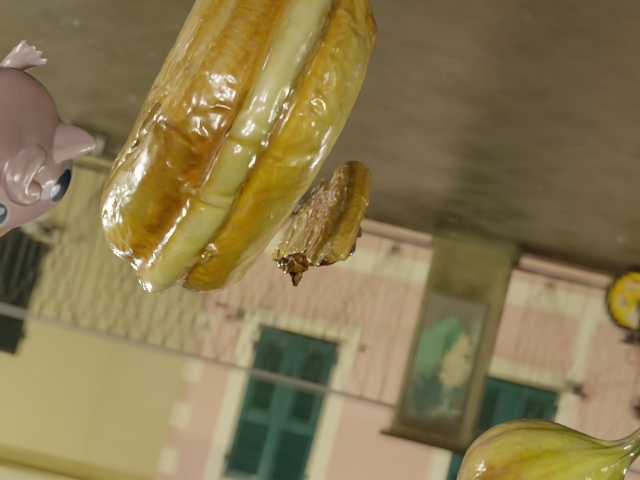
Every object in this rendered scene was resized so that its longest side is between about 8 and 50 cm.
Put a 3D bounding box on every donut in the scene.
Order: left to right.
[{"bbox_3d":[-0.094,-0.143,1.686,0.198,0.449,0.449,28,171,-8],"label":"donut"}]

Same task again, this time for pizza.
[{"bbox_3d":[0.001,0.000,1.907,0.069,0.154,0.194,26,146,-18],"label":"pizza"}]

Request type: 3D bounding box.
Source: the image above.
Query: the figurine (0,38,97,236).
[{"bbox_3d":[-0.329,-0.086,1.358,0.287,0.176,0.186,22,135,33],"label":"figurine"}]

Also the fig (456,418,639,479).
[{"bbox_3d":[0.199,0.196,1.284,0.143,0.231,0.160,29,-156,4],"label":"fig"}]
